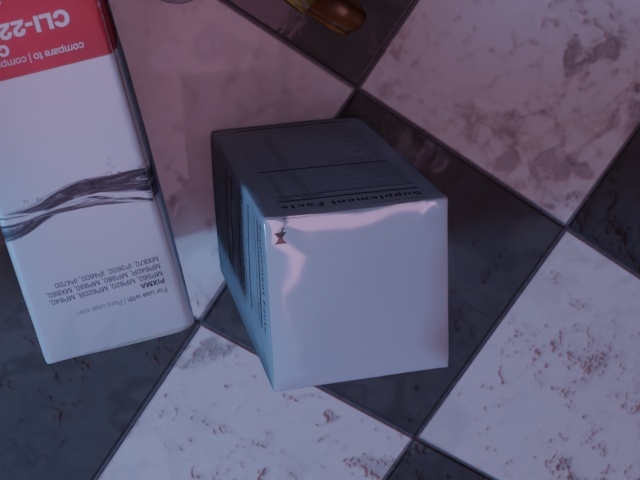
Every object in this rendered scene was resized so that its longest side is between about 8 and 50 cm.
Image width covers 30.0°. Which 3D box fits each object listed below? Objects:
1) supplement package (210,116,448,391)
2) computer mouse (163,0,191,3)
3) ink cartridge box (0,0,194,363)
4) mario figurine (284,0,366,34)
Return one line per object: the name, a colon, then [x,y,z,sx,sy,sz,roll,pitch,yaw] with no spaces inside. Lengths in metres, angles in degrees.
supplement package: [0.000,0.000,0.936,0.139,0.244,0.134,-7,111,-11]
computer mouse: [-0.084,-0.275,0.930,0.106,0.042,0.193,32,94,-26]
ink cartridge box: [-0.187,-0.075,0.890,0.114,0.197,0.273,-16,112,-6]
mario figurine: [0.079,-0.301,0.880,0.170,0.198,0.321,29,102,-13]
